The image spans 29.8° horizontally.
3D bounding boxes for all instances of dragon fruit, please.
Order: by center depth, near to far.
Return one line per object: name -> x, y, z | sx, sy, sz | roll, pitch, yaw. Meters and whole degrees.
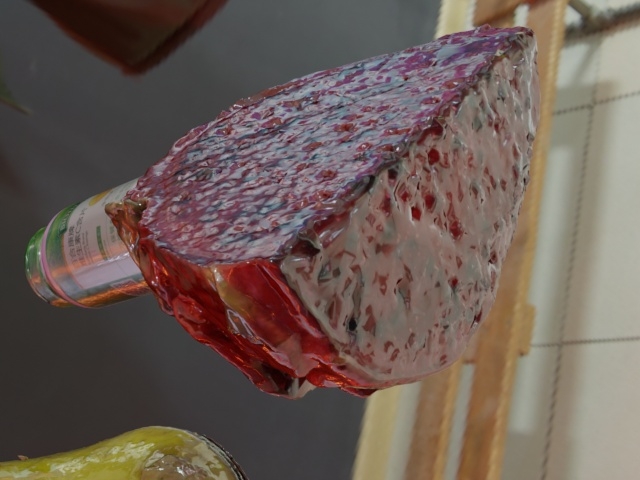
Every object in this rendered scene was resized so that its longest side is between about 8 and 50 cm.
dragon fruit -> 0.000, 0.000, 0.727 | 0.205, 0.152, 0.317 | 1, 30, 37

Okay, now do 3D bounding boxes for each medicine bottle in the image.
medicine bottle -> -0.238, 0.007, 1.414 | 0.274, 0.133, 0.133 | -18, 56, 46

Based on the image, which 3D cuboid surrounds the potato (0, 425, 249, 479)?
potato -> -0.287, 0.343, 1.110 | 0.397, 0.296, 0.290 | -14, 82, 31
